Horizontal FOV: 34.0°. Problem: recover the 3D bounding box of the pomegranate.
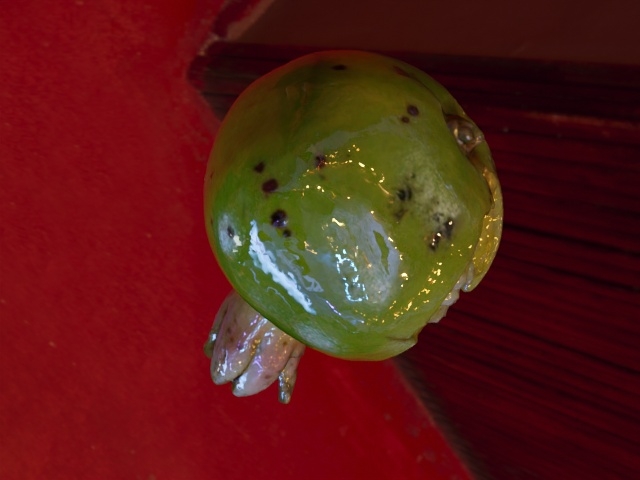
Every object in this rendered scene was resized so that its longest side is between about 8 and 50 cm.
[{"bbox_3d":[0.000,0.000,0.795,0.236,0.236,0.302,14,132,-37],"label":"pomegranate"}]
